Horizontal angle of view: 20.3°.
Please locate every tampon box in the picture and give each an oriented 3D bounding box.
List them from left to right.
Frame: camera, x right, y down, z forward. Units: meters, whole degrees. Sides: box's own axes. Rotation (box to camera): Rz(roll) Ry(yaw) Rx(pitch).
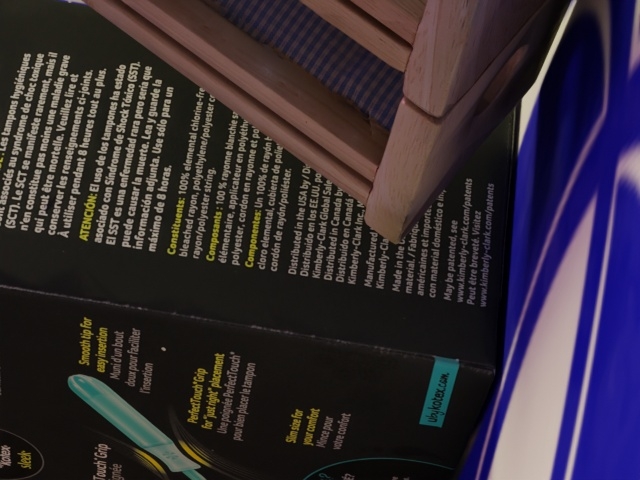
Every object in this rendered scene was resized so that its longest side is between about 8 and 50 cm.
[{"bbox_3d":[-0.035,0.012,0.522,0.120,0.161,0.101,104,175,-55],"label":"tampon box"}]

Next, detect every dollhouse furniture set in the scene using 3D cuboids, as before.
[{"bbox_3d":[0.031,-0.126,0.438,0.183,0.129,0.129,-49,-11,-24],"label":"dollhouse furniture set"}]
